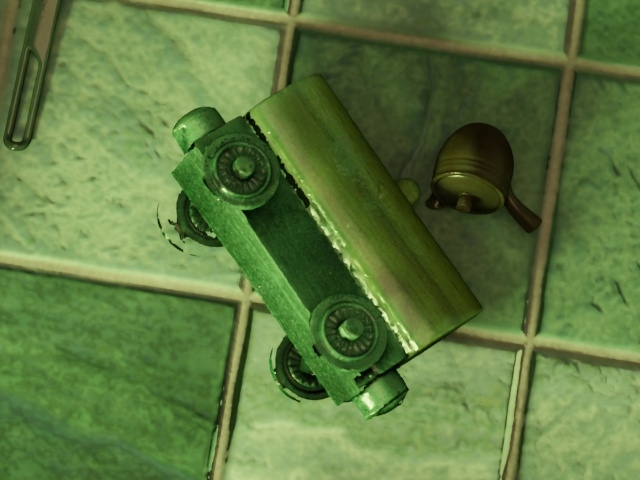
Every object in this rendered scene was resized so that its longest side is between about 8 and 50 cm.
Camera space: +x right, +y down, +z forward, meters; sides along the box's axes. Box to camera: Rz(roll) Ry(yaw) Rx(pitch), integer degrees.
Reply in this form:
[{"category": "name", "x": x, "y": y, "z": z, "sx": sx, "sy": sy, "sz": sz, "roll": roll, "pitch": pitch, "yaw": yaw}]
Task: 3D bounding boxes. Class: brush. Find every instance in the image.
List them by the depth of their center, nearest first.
[{"category": "brush", "x": -0.244, "y": -0.209, "z": 1.672, "sx": 0.062, "sy": 0.027, "sz": 0.266, "roll": 13, "pitch": 88, "yaw": 4}]

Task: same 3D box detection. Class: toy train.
[{"category": "toy train", "x": -0.001, "y": 0.002, "z": 1.606, "sx": 0.189, "sy": 0.126, "sz": 0.307, "roll": -30, "pitch": 82, "yaw": -34}]

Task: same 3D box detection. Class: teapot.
[{"category": "teapot", "x": 0.144, "y": -0.046, "z": 1.631, "sx": 0.110, "sy": 0.085, "sz": 0.080, "roll": 31, "pitch": 60, "yaw": -23}]
